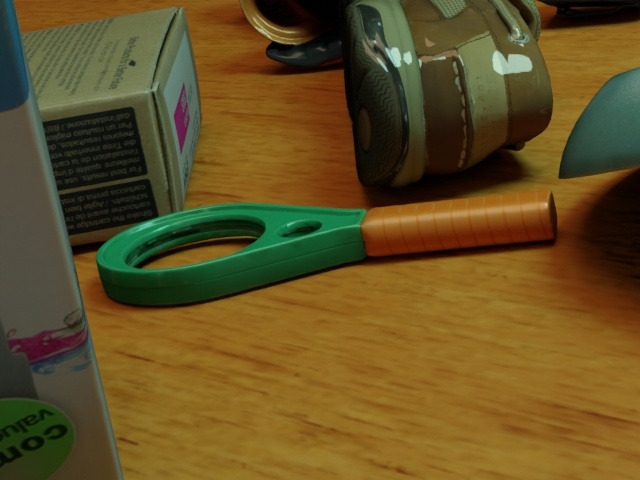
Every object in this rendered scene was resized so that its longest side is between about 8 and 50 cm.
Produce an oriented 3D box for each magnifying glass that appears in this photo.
[{"bbox_3d":[0.000,0.000,0.767,0.231,0.026,0.092,-8,19,15],"label":"magnifying glass"}]

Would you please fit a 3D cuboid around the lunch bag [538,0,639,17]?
[{"bbox_3d":[0.199,-0.196,1.134,0.098,0.065,0.067,1,2,25],"label":"lunch bag"}]

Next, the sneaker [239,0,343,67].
[{"bbox_3d":[-0.015,-0.218,1.226,0.180,0.124,0.321,-25,24,-36],"label":"sneaker"}]

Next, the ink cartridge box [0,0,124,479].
[{"bbox_3d":[-0.188,-0.028,0.495,0.198,0.270,0.197,-15,49,-9],"label":"ink cartridge box"}]

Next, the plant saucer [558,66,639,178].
[{"bbox_3d":[0.257,-0.083,0.686,0.318,0.043,0.317,-13,2,0],"label":"plant saucer"}]

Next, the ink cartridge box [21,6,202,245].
[{"bbox_3d":[-0.176,-0.065,0.942,0.193,0.088,0.234,-9,19,2],"label":"ink cartridge box"}]

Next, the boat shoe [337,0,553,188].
[{"bbox_3d":[0.073,-0.120,0.942,0.120,0.122,0.324,-5,28,1],"label":"boat shoe"}]
